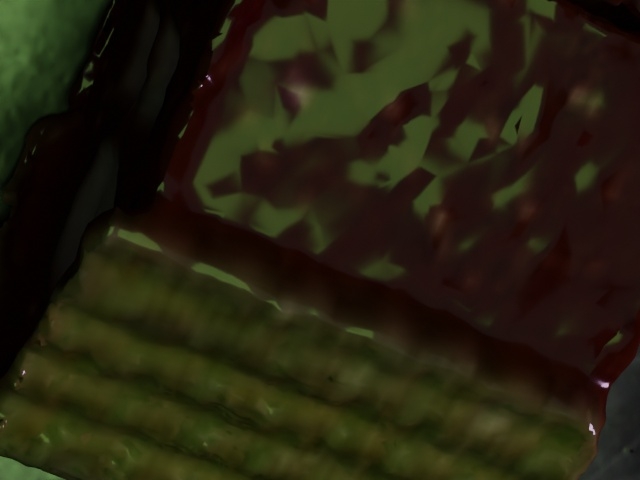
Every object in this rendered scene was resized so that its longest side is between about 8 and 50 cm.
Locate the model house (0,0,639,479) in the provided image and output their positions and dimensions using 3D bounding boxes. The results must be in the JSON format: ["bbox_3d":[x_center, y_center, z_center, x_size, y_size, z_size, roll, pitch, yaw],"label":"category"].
[{"bbox_3d":[0.000,0.000,0.585,0.196,0.160,0.254,22,96,-22],"label":"model house"}]
